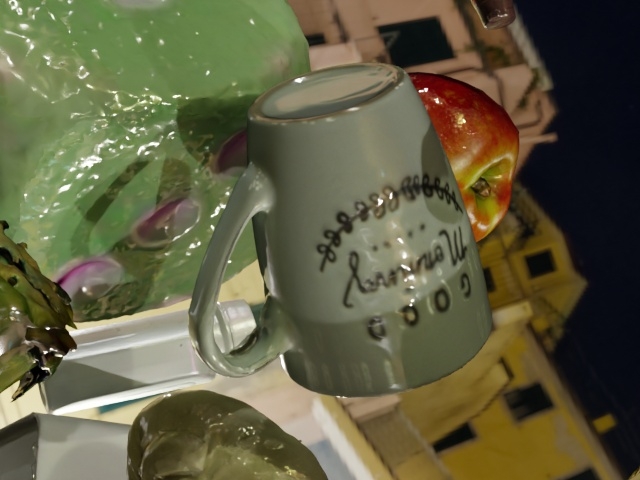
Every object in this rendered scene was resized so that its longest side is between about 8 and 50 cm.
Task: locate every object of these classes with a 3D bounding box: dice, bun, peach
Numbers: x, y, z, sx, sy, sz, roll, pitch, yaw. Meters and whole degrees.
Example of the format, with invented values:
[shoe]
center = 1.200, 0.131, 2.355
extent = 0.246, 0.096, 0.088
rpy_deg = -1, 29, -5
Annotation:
[dice]
center = -0.213, -0.123, 1.116
extent = 0.318, 0.322, 0.330
rpy_deg = 60, -37, 31
[bun]
center = -0.092, 0.251, 1.043
extent = 0.237, 0.116, 0.210
rpy_deg = 26, -52, 28
[peach]
center = 0.121, -0.109, 1.565
extent = 0.275, 0.245, 0.248
rpy_deg = 22, -55, 39

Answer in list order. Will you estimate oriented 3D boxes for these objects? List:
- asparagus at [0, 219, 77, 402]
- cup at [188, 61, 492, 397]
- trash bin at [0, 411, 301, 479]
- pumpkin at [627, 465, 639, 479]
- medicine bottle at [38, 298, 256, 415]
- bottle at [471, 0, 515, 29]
[asparagus]
center = -0.321, 0.114, 0.632
extent = 0.128, 0.382, 0.108
rpy_deg = 59, -3, -39
[cup]
center = 0.000, 0.000, 0.920
extent = 0.186, 0.258, 0.234
rpy_deg = 26, -42, 55
[trash bin]
center = -0.222, 0.335, 1.366
extent = 0.296, 0.368, 0.255
rpy_deg = -26, -126, 40
[pumpkin]
center = 0.361, 0.336, 0.811
extent = 0.454, 0.344, 0.454
rpy_deg = 25, -18, 9
[medicine bottle]
center = -0.237, 0.158, 1.548
extent = 0.161, 0.296, 0.111
rpy_deg = -176, -105, -70
[bottle]
center = 0.211, -0.357, 1.478
extent = 0.060, 0.060, 0.164
rpy_deg = -24, -97, 62
